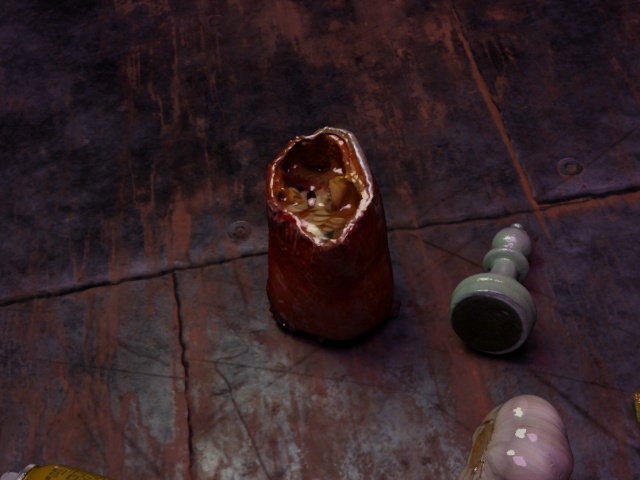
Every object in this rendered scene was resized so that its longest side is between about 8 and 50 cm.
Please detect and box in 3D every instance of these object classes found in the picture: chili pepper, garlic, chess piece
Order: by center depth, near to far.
[{"bbox_3d":[0.315,0.335,1.468,0.226,0.199,0.199,29,53,-1],"label":"garlic"},{"bbox_3d":[0.000,0.000,1.729,0.229,0.305,0.251,-10,48,2],"label":"chili pepper"},{"bbox_3d":[0.305,0.055,1.767,0.139,0.139,0.272,8,37,16],"label":"chess piece"}]

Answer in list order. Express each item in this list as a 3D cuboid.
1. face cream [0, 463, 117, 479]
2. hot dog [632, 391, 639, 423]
[{"bbox_3d":[-0.311,0.397,1.533,0.348,0.105,0.105,12,50,18],"label":"face cream"},{"bbox_3d":[0.569,0.275,1.521,0.261,0.093,0.123,21,53,26],"label":"hot dog"}]
